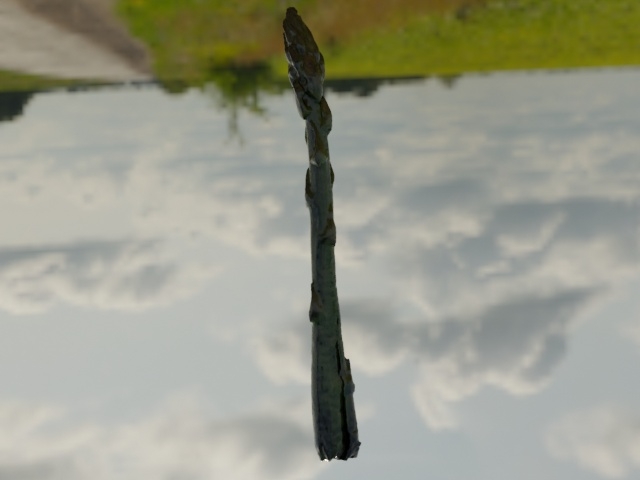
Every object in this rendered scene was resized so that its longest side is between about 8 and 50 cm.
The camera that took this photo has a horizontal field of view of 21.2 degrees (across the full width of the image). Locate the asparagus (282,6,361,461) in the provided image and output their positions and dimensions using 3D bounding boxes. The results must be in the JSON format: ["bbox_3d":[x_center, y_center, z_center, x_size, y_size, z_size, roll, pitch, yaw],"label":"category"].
[{"bbox_3d":[0.000,0.000,0.850,0.023,0.232,0.022,1,-167,25],"label":"asparagus"}]
